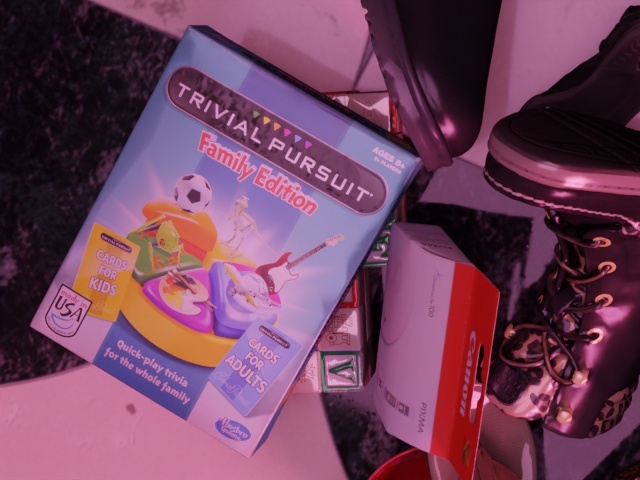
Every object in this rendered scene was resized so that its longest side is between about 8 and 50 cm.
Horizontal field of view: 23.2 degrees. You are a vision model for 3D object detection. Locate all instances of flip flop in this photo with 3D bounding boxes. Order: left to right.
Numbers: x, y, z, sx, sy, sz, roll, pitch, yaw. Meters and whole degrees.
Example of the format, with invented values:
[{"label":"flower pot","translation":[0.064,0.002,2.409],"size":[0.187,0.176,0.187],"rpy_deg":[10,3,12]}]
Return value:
[{"label":"flip flop","translation":[0.161,0.269,1.495],"size":[0.112,0.080,0.277],"rpy_deg":[2,81,-9]}]

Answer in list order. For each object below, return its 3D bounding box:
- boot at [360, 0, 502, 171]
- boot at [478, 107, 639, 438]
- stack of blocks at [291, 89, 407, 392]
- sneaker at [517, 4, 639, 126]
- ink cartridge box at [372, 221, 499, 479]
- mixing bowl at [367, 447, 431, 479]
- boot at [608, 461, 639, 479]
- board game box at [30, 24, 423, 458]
[{"label":"boot","translation":[0.253,-0.289,1.410],"size":[0.445,0.146,0.367],"rpy_deg":[-16,65,10]},{"label":"boot","translation":[0.234,0.036,1.419],"size":[0.138,0.377,0.284],"rpy_deg":[35,110,32]},{"label":"stack of blocks","translation":[0.000,0.000,1.575],"size":[0.171,0.087,0.297],"rpy_deg":[-2,97,11]},{"label":"sneaker","translation":[0.280,-0.150,1.515],"size":[0.087,0.130,0.227],"rpy_deg":[47,130,1]},{"label":"ink cartridge box","translation":[0.099,0.099,1.421],"size":[0.066,0.232,0.189],"rpy_deg":[5,103,-5]},{"label":"mixing bowl","translation":[0.107,0.298,1.573],"size":[0.181,0.098,0.181],"rpy_deg":[2,81,-10]},{"label":"boot","translation":[0.344,0.257,1.561],"size":[0.158,0.059,0.084],"rpy_deg":[-30,96,11]},{"label":"board game box","translation":[-0.090,0.000,1.506],"size":[0.254,0.079,0.336],"rpy_deg":[30,102,5]}]
